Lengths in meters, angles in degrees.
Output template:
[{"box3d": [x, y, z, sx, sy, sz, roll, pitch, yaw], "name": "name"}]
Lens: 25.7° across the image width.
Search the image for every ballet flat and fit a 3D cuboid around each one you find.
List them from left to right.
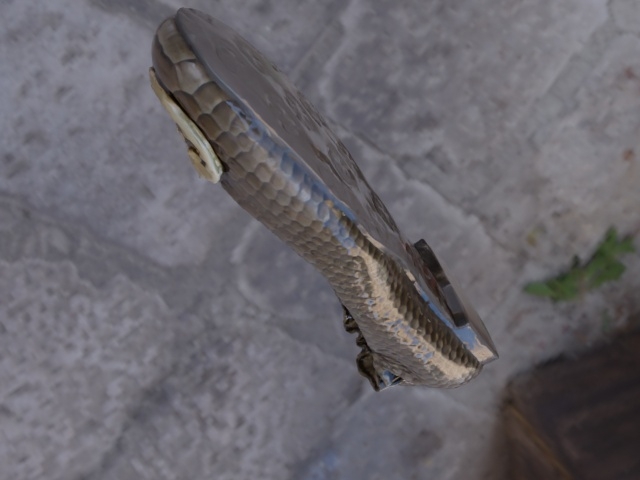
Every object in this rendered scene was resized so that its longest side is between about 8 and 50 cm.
[{"box3d": [0.000, 0.000, 0.547, 0.058, 0.084, 0.250, -31, 143, 10], "name": "ballet flat"}]
